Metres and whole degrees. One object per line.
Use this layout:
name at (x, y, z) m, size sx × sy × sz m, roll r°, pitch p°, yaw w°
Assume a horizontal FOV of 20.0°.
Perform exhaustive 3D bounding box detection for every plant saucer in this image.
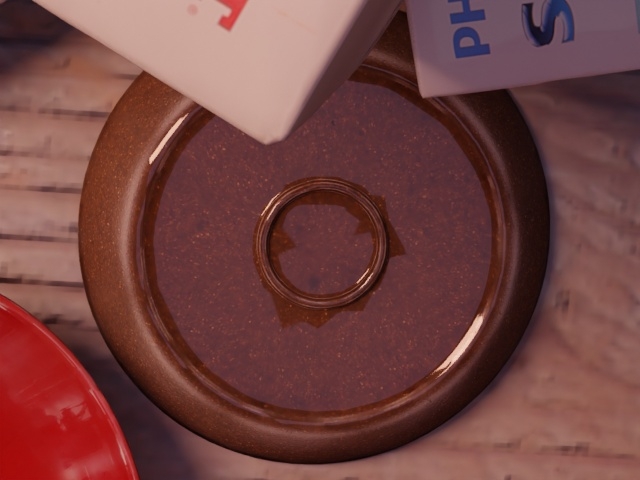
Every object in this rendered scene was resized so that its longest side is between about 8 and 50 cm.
plant saucer at (0.000, 0.000, 0.630) m, size 0.168 × 0.029 × 0.168 m, roll -1°, pitch 100°, yaw -6°

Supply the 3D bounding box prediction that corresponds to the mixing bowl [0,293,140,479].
mixing bowl at (-0.156, 0.105, 0.580) m, size 0.181 × 0.098 × 0.181 m, roll 14°, pitch 66°, yaw -33°

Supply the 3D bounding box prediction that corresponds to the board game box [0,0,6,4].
board game box at (-0.185, -0.143, 0.553) m, size 0.347 × 0.056 × 0.208 m, roll -30°, pitch 109°, yaw -2°

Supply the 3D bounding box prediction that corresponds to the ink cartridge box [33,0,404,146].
ink cartridge box at (-0.049, -0.164, 0.414) m, size 0.232 × 0.168 × 0.171 m, roll 32°, pitch 109°, yaw 0°

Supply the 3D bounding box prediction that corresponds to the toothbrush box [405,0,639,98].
toothbrush box at (0.161, -0.175, 0.530) m, size 0.295 × 0.126 × 0.216 m, roll -6°, pitch 105°, yaw 11°
